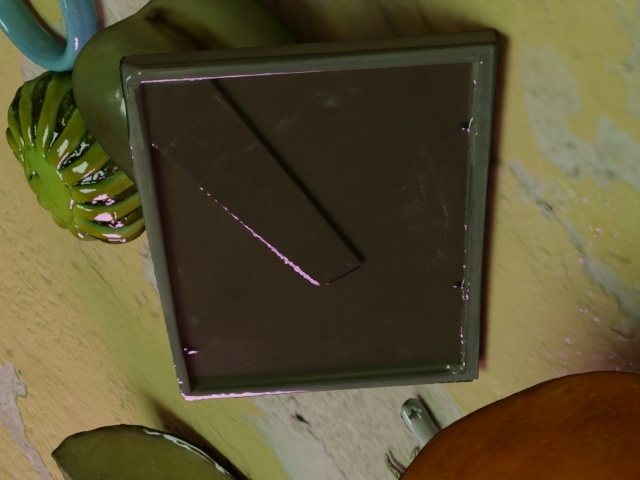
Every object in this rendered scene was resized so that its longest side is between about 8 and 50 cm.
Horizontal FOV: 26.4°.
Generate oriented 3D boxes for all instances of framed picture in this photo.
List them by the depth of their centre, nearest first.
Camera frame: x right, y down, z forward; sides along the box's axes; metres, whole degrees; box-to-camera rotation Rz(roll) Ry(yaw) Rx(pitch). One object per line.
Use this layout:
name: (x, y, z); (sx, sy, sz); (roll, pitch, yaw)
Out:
framed picture: (0.000, 0.000, 0.752); (0.023, 0.189, 0.260); (-94, 0, -46)

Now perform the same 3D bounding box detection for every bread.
bread: (-0.184, -0.059, 1.034); (0.130, 0.071, 0.139); (27, 141, 31)

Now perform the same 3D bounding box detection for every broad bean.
broad bean: (-0.048, -0.041, 0.839); (0.189, 0.121, 0.263); (28, 157, 29)

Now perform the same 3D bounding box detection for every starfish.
starfish: (0.076, 0.188, 0.976); (0.092, 0.016, 0.086); (44, 154, 30)

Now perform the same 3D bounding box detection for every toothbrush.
toothbrush: (0.109, 0.194, 0.934); (0.204, 0.017, 0.022); (58, 161, -9)

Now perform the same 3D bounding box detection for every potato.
potato: (-0.119, 0.314, 1.293); (0.269, 0.112, 0.255); (41, 152, 27)

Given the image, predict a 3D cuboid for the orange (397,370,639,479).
orange: (0.153, 0.198, 0.663); (0.284, 0.226, 0.284); (40, 151, 27)

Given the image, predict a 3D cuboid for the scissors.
scissors: (-0.318, -0.230, 1.083); (0.447, 0.029, 0.193); (11, 129, 49)
